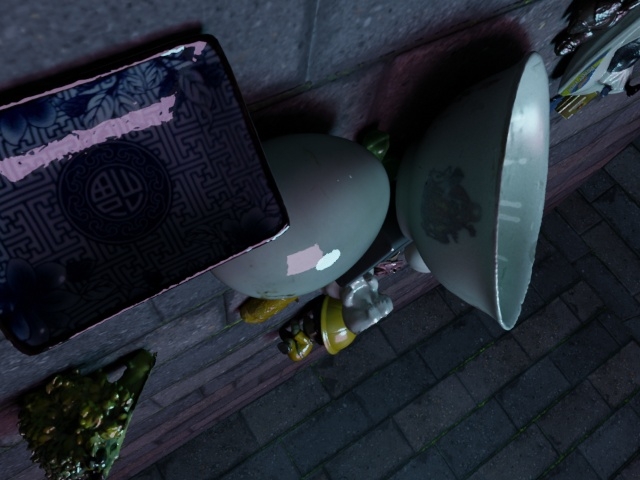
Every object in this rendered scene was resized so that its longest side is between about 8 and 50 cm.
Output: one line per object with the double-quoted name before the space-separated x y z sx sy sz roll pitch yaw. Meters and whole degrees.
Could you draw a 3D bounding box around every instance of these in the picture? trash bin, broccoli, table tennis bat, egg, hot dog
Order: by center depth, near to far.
"egg" -0.023 -0.035 0.567 0.264 0.183 0.183 -28 162 -36
"table tennis bat" 0.074 -0.109 0.799 0.160 0.039 0.257 -30 167 -11
"broccoli" -0.430 0.302 0.860 0.180 0.273 0.242 23 149 -15
"trash bin" 0.123 -0.010 0.965 0.176 0.101 0.236 -40 174 38
"hot dog" -0.068 0.096 1.044 0.286 0.061 0.087 -44 149 24

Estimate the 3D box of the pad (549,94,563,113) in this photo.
"pad" 0.449 -0.228 1.189 0.269 0.012 0.270 -30 162 -13

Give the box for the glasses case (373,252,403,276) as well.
"glasses case" 0.190 0.069 1.411 0.102 0.070 0.193 -31 162 -4

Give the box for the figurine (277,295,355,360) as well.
"figurine" 0.003 0.282 1.484 0.257 0.167 0.192 -37 176 16

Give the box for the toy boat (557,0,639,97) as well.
"toy boat" 0.556 -0.350 0.866 0.140 0.141 0.269 -27 156 -22

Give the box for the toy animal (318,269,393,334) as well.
"toy animal" 0.078 0.122 1.146 0.127 0.193 0.178 -32 165 -15

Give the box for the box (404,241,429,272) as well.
"box" 0.427 -0.035 1.442 0.349 0.141 0.289 -18 155 -42

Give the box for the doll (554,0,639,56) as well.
"doll" 0.444 -0.362 0.761 0.139 0.057 0.165 -20 162 -46

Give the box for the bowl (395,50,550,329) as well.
"bowl" 0.251 -0.080 0.809 0.196 0.435 0.435 7 -174 31

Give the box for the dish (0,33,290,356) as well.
"dish" -0.169 -0.043 0.402 0.243 0.182 0.080 -27 -160 -18

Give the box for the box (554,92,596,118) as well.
"box" 0.638 -0.349 1.190 0.090 0.023 0.133 -43 161 31
